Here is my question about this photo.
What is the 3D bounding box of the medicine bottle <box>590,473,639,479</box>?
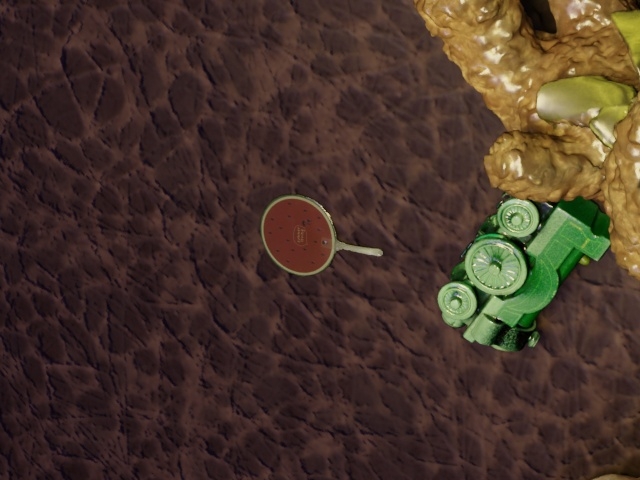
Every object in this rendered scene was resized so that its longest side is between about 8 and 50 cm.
[{"bbox_3d":[0.293,0.343,1.584,0.147,0.147,0.247,-33,91,34],"label":"medicine bottle"}]

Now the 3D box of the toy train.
[{"bbox_3d":[0.179,0.023,1.563,0.105,0.071,0.178,33,121,1],"label":"toy train"}]

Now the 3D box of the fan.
[{"bbox_3d":[0.000,0.000,1.687,0.133,0.005,0.085,13,114,24],"label":"fan"}]

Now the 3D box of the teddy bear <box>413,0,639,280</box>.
[{"bbox_3d":[0.225,-0.125,1.374,0.246,0.222,0.296,-33,107,-10],"label":"teddy bear"}]
